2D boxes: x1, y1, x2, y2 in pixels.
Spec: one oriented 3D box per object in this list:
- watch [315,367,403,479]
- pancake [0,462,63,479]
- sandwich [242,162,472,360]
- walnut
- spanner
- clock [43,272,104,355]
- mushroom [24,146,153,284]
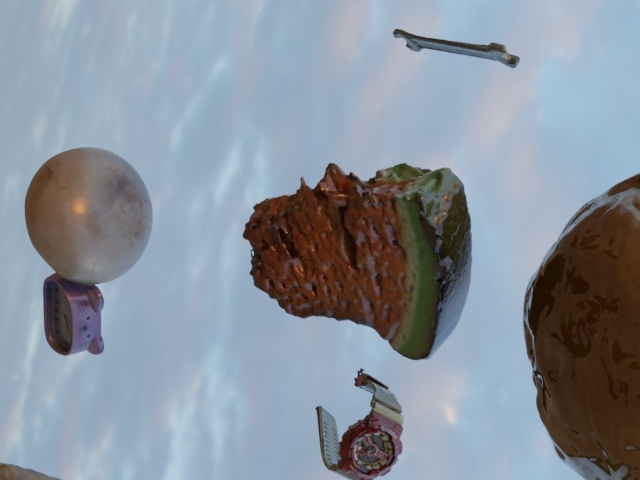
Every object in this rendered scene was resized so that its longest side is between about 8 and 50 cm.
[{"bbox_3d":[0.060,0.305,1.880,0.165,0.102,0.268,-55,-163,14],"label":"watch"},{"bbox_3d":[-0.215,0.232,0.711,0.184,0.190,0.020,-56,-175,-29],"label":"pancake"},{"bbox_3d":[0.048,0.002,1.367,0.162,0.301,0.250,-52,142,-47],"label":"sandwich"},{"bbox_3d":[0.406,0.114,1.265,0.308,0.354,0.398,-5,-70,37],"label":"walnut"},{"bbox_3d":[0.240,-0.353,2.019,0.302,0.071,0.017,21,-103,50],"label":"spanner"},{"bbox_3d":[-0.417,0.128,1.874,0.110,0.050,0.153,27,-56,36],"label":"clock"},{"bbox_3d":[-0.381,-0.042,1.807,0.178,0.226,0.226,2,-103,43],"label":"mushroom"}]
